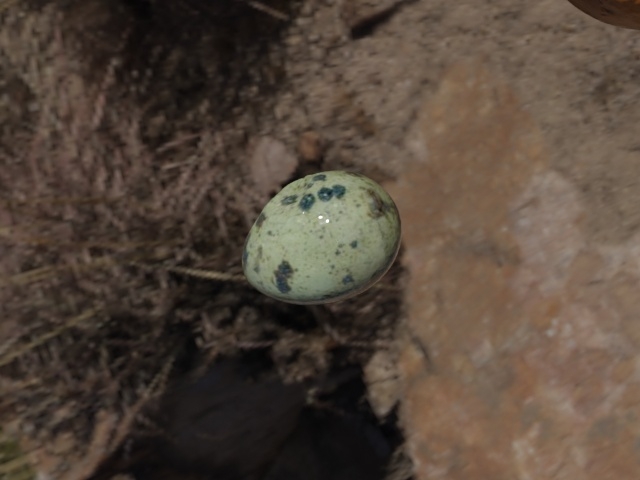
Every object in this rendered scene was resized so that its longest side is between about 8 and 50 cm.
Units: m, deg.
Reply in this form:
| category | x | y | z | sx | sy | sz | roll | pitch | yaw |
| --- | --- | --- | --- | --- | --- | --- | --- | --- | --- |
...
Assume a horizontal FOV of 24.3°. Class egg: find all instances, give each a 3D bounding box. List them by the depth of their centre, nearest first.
| category | x | y | z | sx | sy | sz | roll | pitch | yaw |
| --- | --- | --- | --- | --- | --- | --- | --- | --- | --- |
| egg | 0.000 | 0.000 | 1.618 | 0.182 | 0.141 | 0.141 | -26 | 85 | 3 |

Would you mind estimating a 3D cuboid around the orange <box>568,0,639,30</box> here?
| category | x | y | z | sx | sy | sz | roll | pitch | yaw |
| --- | --- | --- | --- | --- | --- | --- | --- | --- | --- |
| orange | 0.345 | -0.344 | 1.471 | 0.284 | 0.284 | 0.226 | -50 | 46 | 32 |
